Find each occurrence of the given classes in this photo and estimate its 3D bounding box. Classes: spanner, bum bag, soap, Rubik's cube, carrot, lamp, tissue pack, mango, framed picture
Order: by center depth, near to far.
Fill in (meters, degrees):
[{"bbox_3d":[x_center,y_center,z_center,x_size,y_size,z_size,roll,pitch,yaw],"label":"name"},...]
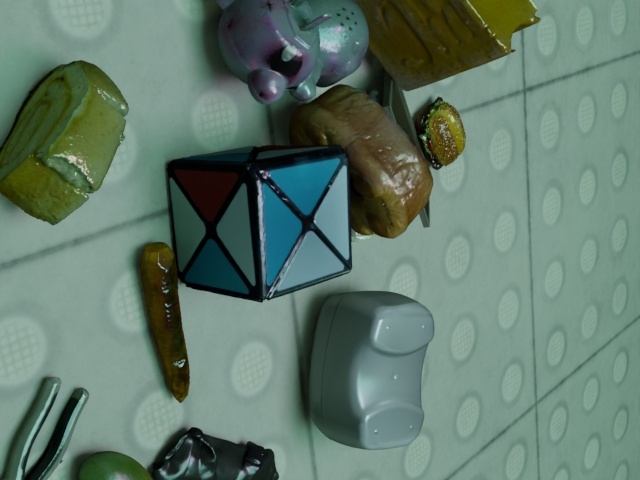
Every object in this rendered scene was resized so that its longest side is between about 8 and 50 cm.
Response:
[{"bbox_3d":[-0.478,0.383,1.391,0.095,0.040,0.325,38,68,-44],"label":"spanner"},{"bbox_3d":[-0.353,0.482,1.501,0.156,0.114,0.251,-19,99,-34],"label":"mango"},{"bbox_3d":[-0.278,0.156,1.558,0.066,0.066,0.314,-26,119,-42],"label":"carrot"},{"bbox_3d":[-0.106,-0.042,1.566,0.246,0.250,0.248,-18,108,-45],"label":"Rubik's cube"},{"bbox_3d":[-0.038,-0.384,1.578,0.301,0.247,0.247,-15,87,-45],"label":"lamp"},{"bbox_3d":[-0.192,0.452,1.689,0.326,0.080,0.142,23,83,-48],"label":"bum bag"},{"bbox_3d":[0.225,-0.481,1.735,0.293,0.335,0.156,48,63,-21],"label":"soap"},{"bbox_3d":[0.097,0.274,1.870,0.229,0.236,0.333,3,94,-39],"label":"tissue pack"},{"bbox_3d":[0.200,-0.220,1.946,0.240,0.020,0.324,-82,154,-53],"label":"framed picture"}]

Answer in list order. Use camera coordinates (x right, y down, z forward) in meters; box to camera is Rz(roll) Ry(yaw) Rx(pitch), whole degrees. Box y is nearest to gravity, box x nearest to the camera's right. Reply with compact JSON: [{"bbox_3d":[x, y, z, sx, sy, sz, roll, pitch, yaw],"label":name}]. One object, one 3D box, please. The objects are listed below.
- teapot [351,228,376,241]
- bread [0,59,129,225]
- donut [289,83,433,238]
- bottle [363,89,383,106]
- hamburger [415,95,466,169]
[{"bbox_3d":[0.065,-0.100,1.876,0.107,0.077,0.200,-9,105,-26],"label":"teapot"},{"bbox_3d":[-0.381,-0.156,1.291,0.124,0.186,0.257,40,60,-40],"label":"bread"},{"bbox_3d":[0.079,-0.152,1.692,0.150,0.299,0.317,-38,121,-14],"label":"donut"},{"bbox_3d":[0.141,-0.213,1.928,0.083,0.083,0.269,-51,133,-29],"label":"bottle"},{"bbox_3d":[0.298,-0.255,2.088,0.137,0.087,0.166,-47,129,-31],"label":"hamburger"}]
